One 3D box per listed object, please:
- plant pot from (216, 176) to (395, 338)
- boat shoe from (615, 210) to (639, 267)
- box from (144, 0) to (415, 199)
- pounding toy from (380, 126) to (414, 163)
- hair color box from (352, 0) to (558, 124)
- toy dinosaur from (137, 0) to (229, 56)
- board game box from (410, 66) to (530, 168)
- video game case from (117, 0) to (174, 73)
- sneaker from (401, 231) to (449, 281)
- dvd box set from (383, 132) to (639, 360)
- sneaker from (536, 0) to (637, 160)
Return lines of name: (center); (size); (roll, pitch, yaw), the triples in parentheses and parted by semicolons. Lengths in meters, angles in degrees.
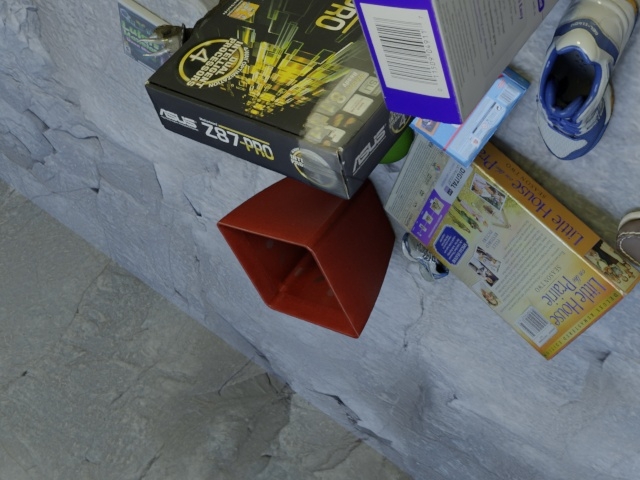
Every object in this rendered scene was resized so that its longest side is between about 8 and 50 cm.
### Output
plant pot: (0.000, 0.000, 1.735); (0.267, 0.236, 0.267); (15, 145, 41)
boat shoe: (0.580, 0.058, 1.239); (0.324, 0.097, 0.116); (27, 152, 24)
box: (0.010, -0.259, 1.137); (0.318, 0.395, 0.097); (25, 151, 27)
pounding toy: (0.045, -0.184, 1.532); (0.237, 0.110, 0.183); (1, 134, 51)
hair color box: (0.176, -0.307, 0.913); (0.110, 0.339, 0.185); (20, 148, 37)
toy dinosaur: (-0.166, -0.364, 1.464); (0.313, 0.160, 0.121); (2, 136, 52)
board game box: (0.184, -0.233, 1.286); (0.211, 0.039, 0.160); (37, 127, 4)
video game case: (-0.341, -0.404, 1.780); (0.190, 0.022, 0.173); (34, 153, 11)
sneaker: (0.217, 0.029, 1.724); (0.058, 0.052, 0.135); (-9, 134, 44)
dvd box set: (0.307, -0.005, 1.458); (0.420, 0.062, 0.307); (43, 155, 14)
sneaker: (0.327, -0.195, 1.133); (0.112, 0.131, 0.296); (25, 152, 23)
